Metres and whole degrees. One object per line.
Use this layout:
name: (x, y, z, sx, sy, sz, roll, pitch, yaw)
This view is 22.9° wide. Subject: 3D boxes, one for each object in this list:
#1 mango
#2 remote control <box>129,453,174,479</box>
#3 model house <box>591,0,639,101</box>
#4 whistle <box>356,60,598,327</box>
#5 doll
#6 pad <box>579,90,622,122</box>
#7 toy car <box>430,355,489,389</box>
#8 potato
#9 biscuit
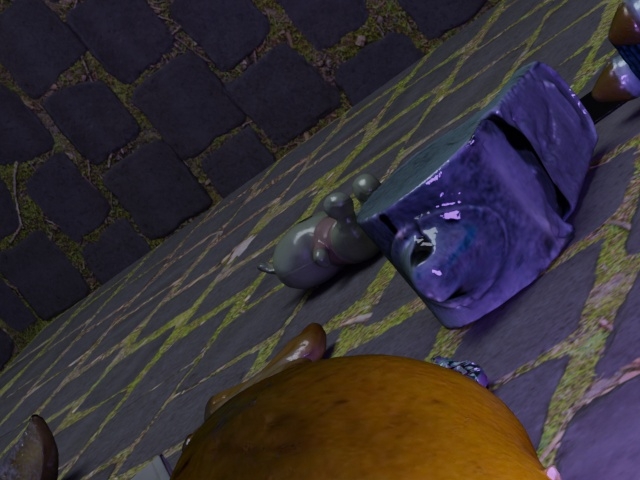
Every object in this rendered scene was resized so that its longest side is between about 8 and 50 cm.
mango: (0.041, 0.216, 1.123, 0.301, 0.220, 0.445, -37, 18, -21)
remote control: (-0.200, 0.335, 1.896, 0.103, 0.055, 0.277, -41, 11, -6)
model house: (0.432, -0.277, 1.940, 0.291, 0.184, 0.253, -41, 13, 24)
whistle: (0.208, -0.068, 1.828, 0.405, 0.168, 0.188, -45, 11, -25)
doll: (0.010, 0.009, 2.418, 0.155, 0.113, 0.275, -37, -1, -42)
pad: (0.375, -0.184, 2.191, 0.245, 0.006, 0.170, -37, 12, 21)
toy car: (0.099, 0.165, 1.545, 0.142, 0.055, 0.069, -31, 18, -6)
potato: (-0.480, 0.416, 2.543, 0.261, 0.100, 0.120, -53, -30, 5)
biscuit: (-0.082, 0.200, 2.065, 0.208, 0.047, 0.164, -36, 12, 21)
